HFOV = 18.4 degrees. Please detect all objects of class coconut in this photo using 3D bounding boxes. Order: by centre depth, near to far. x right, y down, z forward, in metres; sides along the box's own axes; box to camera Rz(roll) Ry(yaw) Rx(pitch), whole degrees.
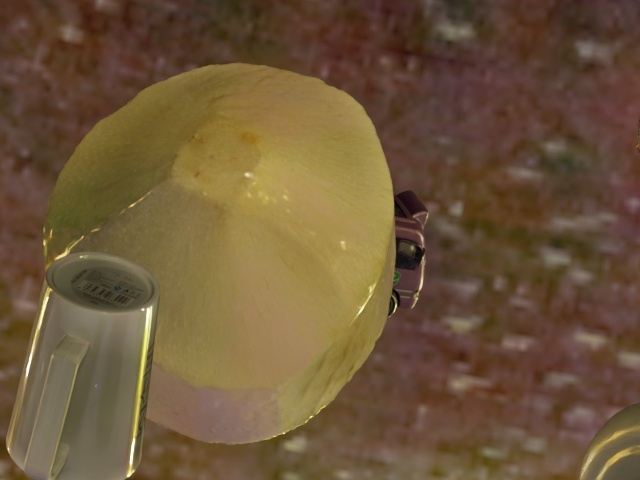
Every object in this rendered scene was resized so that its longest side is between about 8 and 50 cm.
[{"bbox_3d":[-0.067,0.002,1.332,0.259,0.259,0.259,10,161,4],"label":"coconut"}]

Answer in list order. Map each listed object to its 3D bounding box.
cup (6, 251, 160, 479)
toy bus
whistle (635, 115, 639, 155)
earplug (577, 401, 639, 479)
[{"bbox_3d":[-0.129,0.077,1.046,0.074,0.104,0.116,19,120,9],"label":"cup"},{"bbox_3d":[0.000,0.000,1.615,0.178,0.098,0.087,9,-158,-23],"label":"toy bus"},{"bbox_3d":[0.367,-0.070,1.836,0.223,0.123,0.123,57,147,-9],"label":"whistle"},{"bbox_3d":[0.351,0.271,1.753,0.214,0.175,0.325,10,142,40],"label":"earplug"}]
